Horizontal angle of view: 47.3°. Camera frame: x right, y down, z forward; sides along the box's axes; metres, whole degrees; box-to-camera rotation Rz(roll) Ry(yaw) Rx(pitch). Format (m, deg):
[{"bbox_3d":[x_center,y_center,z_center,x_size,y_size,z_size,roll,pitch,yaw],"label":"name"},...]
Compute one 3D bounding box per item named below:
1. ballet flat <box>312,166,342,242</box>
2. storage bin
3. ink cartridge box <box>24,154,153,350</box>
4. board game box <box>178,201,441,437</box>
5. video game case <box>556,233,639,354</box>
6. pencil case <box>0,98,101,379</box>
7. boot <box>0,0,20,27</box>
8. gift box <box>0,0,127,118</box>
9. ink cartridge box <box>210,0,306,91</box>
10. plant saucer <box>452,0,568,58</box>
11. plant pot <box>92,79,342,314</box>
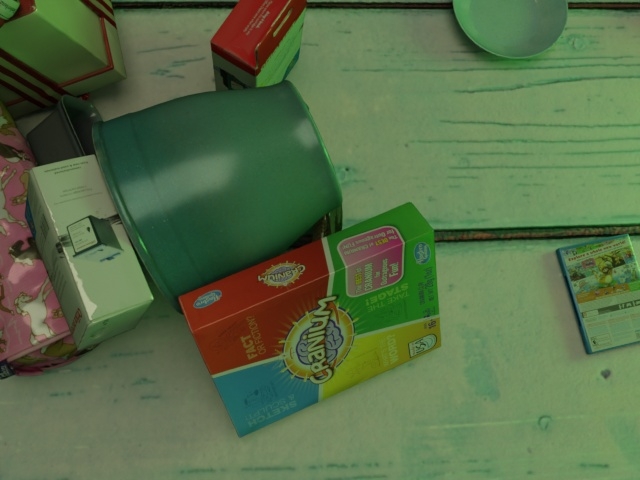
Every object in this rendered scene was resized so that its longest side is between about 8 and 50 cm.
[{"bbox_3d":[0.000,0.000,1.075,0.058,0.084,0.250,-5,79,18],"label":"ballet flat"},{"bbox_3d":[-0.358,-0.127,1.065,0.091,0.098,0.135,-28,80,17],"label":"storage bin"},{"bbox_3d":[-0.280,0.017,0.869,0.082,0.139,0.191,-21,79,-30],"label":"ink cartridge box"},{"bbox_3d":[0.002,0.110,0.962,0.316,0.242,0.064,-23,45,-9],"label":"board game box"},{"bbox_3d":[0.441,0.081,1.120,0.119,0.015,0.166,-11,78,-7],"label":"video game case"},{"bbox_3d":[-0.432,-0.008,0.989,0.167,0.160,0.386,-22,79,-25],"label":"pencil case"},{"bbox_3d":[-0.490,-0.290,0.850,0.244,0.088,0.176,45,95,11],"label":"boot"},{"bbox_3d":[-0.450,-0.327,1.021,0.276,0.258,0.255,-12,79,12],"label":"gift box"},{"bbox_3d":[-0.088,-0.283,1.048,0.078,0.231,0.134,31,75,3],"label":"ink cartridge box"},{"bbox_3d":[0.310,-0.382,1.210,0.194,0.037,0.195,1,77,-5],"label":"plant saucer"},{"bbox_3d":[-0.118,-0.077,0.960,0.255,0.272,0.272,-24,79,-3],"label":"plant pot"}]
